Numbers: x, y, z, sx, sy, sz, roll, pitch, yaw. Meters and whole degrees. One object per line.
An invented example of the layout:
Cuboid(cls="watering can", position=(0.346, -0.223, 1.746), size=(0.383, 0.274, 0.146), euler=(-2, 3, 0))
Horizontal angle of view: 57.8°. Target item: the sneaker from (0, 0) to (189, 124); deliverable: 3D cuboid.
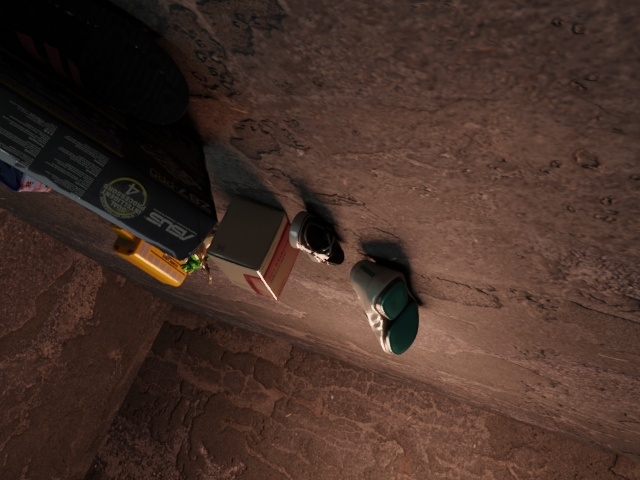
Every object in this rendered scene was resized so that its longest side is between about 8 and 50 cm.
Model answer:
Cuboid(cls="sneaker", position=(-0.325, -0.270, 0.799), size=(0.319, 0.112, 0.131), euler=(34, 176, -18))

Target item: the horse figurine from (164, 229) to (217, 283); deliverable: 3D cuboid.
Cuboid(cls="horse figurine", position=(-0.377, 0.010, 1.666), size=(0.263, 0.066, 0.174), euler=(27, 131, 26))

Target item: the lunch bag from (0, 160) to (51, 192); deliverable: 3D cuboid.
Cuboid(cls="lunch bag", position=(-0.741, -0.231, 1.285), size=(0.294, 0.138, 0.221), euler=(27, 180, -9))

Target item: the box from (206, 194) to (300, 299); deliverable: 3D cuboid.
Cuboid(cls="box", position=(-0.144, 0.023, 1.324), size=(0.127, 0.148, 0.232), euler=(19, 163, 13))

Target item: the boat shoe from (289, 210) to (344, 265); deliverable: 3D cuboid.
Cuboid(cls="boat shoe", position=(0.000, 0.000, 1.203), size=(0.070, 0.077, 0.219), euler=(18, 170, 22))

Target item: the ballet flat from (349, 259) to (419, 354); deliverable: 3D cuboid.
Cuboid(cls="ballet flat", position=(0.154, 0.155, 1.406), size=(0.139, 0.139, 0.400), euler=(16, 157, 23))

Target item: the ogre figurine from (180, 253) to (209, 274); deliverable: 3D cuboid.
Cuboid(cls="ogre figurine", position=(-0.417, 0.040, 1.842), size=(0.197, 0.096, 0.118), euler=(-15, 122, 42))

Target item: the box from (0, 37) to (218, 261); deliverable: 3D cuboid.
Cuboid(cls="box", position=(-0.346, -0.166, 0.868), size=(0.395, 0.097, 0.318), euler=(34, -167, -30))

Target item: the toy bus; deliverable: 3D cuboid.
Cuboid(cls="toy bus", position=(-0.568, 0.027, 1.920), size=(0.108, 0.130, 0.332), euler=(14, 160, 29))
